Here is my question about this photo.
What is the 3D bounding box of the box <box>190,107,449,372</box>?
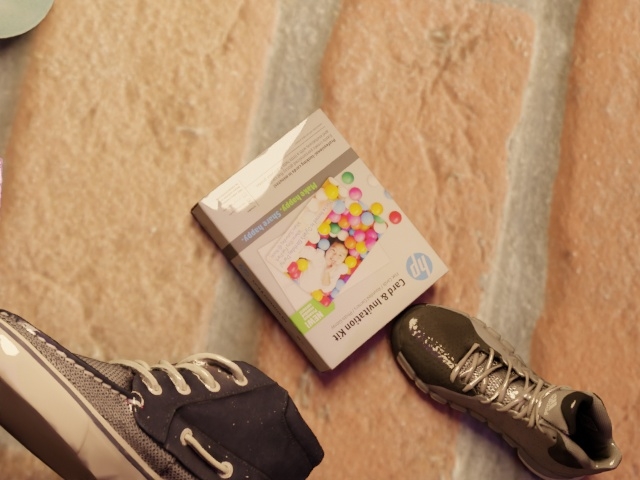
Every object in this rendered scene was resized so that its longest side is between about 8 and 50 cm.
[{"bbox_3d":[0.000,0.000,1.216,0.145,0.038,0.186,-38,92,-19],"label":"box"}]

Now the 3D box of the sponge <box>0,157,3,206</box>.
[{"bbox_3d":[-0.365,-0.015,1.112,0.210,0.031,0.117,3,81,-17],"label":"sponge"}]

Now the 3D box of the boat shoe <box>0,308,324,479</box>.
[{"bbox_3d":[-0.134,0.128,1.079,0.158,0.127,0.340,-54,128,-22],"label":"boat shoe"}]

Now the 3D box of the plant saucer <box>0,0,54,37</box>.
[{"bbox_3d":[-0.303,-0.249,1.135,0.195,0.037,0.195,26,53,-40],"label":"plant saucer"}]

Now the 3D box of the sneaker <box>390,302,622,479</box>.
[{"bbox_3d":[0.174,0.126,1.202,0.229,0.132,0.086,37,73,-9],"label":"sneaker"}]
